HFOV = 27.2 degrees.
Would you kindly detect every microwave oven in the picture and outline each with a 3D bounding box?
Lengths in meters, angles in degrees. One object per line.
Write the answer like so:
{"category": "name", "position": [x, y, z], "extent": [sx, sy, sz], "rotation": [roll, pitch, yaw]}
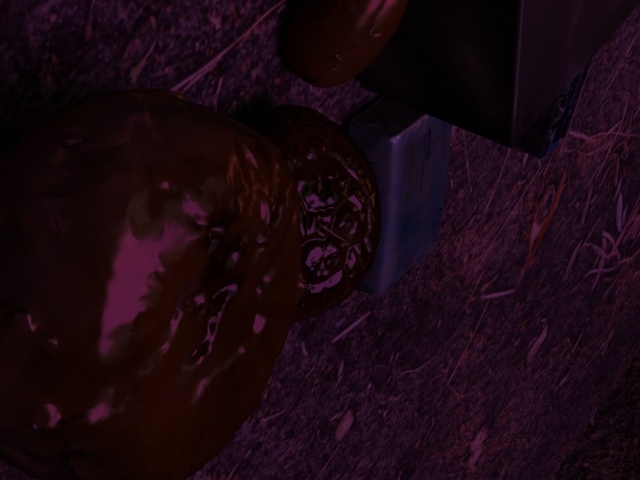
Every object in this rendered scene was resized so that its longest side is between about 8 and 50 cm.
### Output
{"category": "microwave oven", "position": [0.254, -0.380, 1.658], "extent": [0.432, 0.236, 0.374], "rotation": [-46, 148, -33]}

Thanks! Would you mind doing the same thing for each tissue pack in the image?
{"category": "tissue pack", "position": [0.105, -0.072, 1.817], "extent": [0.177, 0.089, 0.263], "rotation": [-39, 145, -44]}

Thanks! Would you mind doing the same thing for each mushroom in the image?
{"category": "mushroom", "position": [-0.035, -0.025, 1.501], "extent": [0.253, 0.153, 0.253], "rotation": [-8, 102, -38]}

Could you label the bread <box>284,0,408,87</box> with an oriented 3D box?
{"category": "bread", "position": [0.034, -0.250, 1.497], "extent": [0.114, 0.077, 0.189], "rotation": [26, 116, -28]}

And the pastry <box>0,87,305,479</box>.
{"category": "pastry", "position": [-0.188, 0.046, 1.207], "extent": [0.409, 0.245, 0.409], "rotation": [-41, 142, -42]}

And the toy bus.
{"category": "toy bus", "position": [0.373, -0.288, 2.108], "extent": [0.131, 0.106, 0.297], "rotation": [-24, 135, -55]}
